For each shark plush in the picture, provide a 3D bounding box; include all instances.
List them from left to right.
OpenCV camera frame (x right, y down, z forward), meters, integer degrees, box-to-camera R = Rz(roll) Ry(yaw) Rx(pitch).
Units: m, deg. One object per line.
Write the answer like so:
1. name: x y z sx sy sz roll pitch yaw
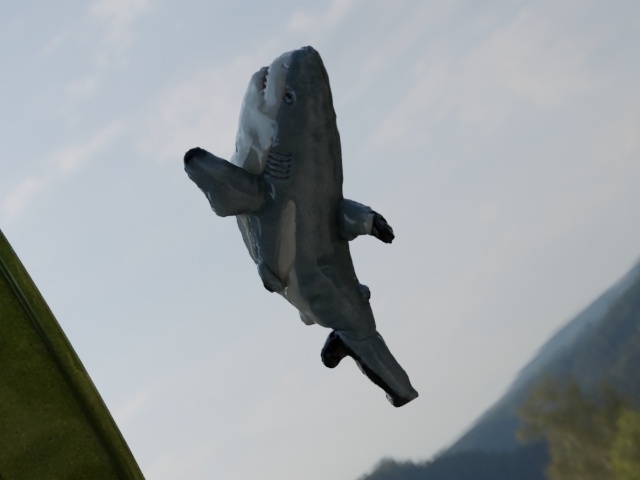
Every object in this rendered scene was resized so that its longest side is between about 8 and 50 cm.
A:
1. shark plush: 0.000 0.000 0.609 0.067 0.161 0.073 -22 -6 26

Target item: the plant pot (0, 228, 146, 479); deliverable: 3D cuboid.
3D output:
1. plant pot: -0.338 0.152 0.895 0.353 0.366 0.366 -31 -15 -16
